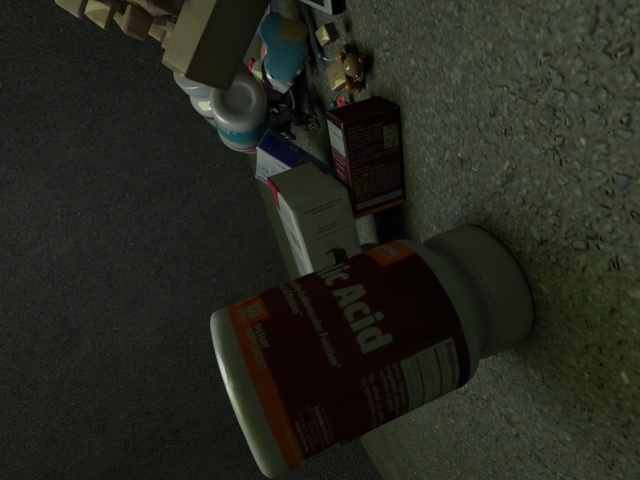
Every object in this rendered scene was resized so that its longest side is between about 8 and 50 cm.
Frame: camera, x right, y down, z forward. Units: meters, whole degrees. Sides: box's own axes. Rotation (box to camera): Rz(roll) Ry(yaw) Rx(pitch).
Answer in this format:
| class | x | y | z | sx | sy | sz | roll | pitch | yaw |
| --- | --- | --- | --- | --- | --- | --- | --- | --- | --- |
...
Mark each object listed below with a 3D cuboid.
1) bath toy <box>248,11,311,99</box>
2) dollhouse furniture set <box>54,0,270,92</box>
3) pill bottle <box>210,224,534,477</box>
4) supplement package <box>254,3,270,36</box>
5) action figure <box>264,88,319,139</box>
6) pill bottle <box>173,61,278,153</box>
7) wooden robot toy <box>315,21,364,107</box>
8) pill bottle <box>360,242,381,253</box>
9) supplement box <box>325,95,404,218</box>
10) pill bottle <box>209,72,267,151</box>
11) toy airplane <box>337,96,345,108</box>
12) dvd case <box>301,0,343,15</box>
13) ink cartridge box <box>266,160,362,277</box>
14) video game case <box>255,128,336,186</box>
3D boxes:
| class | x | y | z | sx | sy | sz | roll | pitch | yaw |
| --- | --- | --- | --- | --- | --- | --- | --- | --- | --- |
| bath toy | -0.111 | -0.448 | 1.040 | 0.129 | 0.151 | 0.348 | 34 | -179 | -16 |
| dollhouse furniture set | -0.336 | -0.547 | 0.907 | 0.394 | 0.256 | 0.362 | 36 | -162 | 14 |
| pill bottle | 0.070 | 0.131 | 0.583 | 0.224 | 0.393 | 0.223 | 159 | 90 | -78 |
| supplement package | -0.244 | -0.703 | 1.153 | 0.194 | 0.150 | 0.203 | 101 | 147 | -68 |
| action figure | -0.077 | -0.281 | 1.094 | 0.141 | 0.163 | 0.276 | 26 | 164 | -10 |
| pill bottle | -0.286 | -0.454 | 1.350 | 0.210 | 0.210 | 0.363 | 64 | -171 | 25 |
| wooden robot toy | 0.053 | -0.307 | 0.736 | 0.079 | 0.076 | 0.173 | -16 | 88 | 55 |
| pill bottle | 0.111 | 0.078 | 1.034 | 0.169 | 0.094 | 0.094 | 99 | 148 | -67 |
| supplement box | 0.083 | -0.148 | 0.754 | 0.080 | 0.104 | 0.188 | -125 | 19 | -52 |
| pill bottle | -0.220 | -0.339 | 1.166 | 0.264 | 0.146 | 0.146 | 141 | 108 | -81 |
| toy airplane | 0.074 | -0.224 | 0.849 | 0.151 | 0.028 | 0.151 | 158 | 90 | -78 |
| dvd case | -0.024 | -0.532 | 0.764 | 0.238 | 0.030 | 0.179 | -124 | 18 | -46 |
| ink cartridge box | 0.000 | 0.000 | 0.866 | 0.197 | 0.114 | 0.272 | -127 | 18 | -58 |
| video game case | -0.033 | -0.141 | 1.043 | 0.270 | 0.061 | 0.244 | 32 | 168 | -4 |
